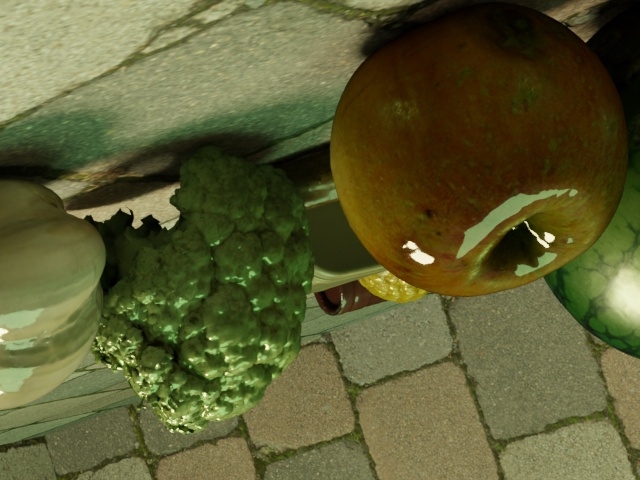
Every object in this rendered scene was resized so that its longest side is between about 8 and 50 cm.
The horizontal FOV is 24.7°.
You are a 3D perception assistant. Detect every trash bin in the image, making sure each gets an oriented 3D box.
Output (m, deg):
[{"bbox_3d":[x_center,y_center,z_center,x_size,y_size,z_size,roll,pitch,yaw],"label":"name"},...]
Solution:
[{"bbox_3d":[0.000,0.000,1.739,0.243,0.121,0.247,-12,174,-34],"label":"trash bin"}]

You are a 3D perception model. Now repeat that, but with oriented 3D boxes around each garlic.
[{"bbox_3d":[-0.279,0.050,1.211,0.281,0.184,0.203,-26,-176,44],"label":"garlic"}]

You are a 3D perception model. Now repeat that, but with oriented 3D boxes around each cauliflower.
[{"bbox_3d":[-0.136,0.042,1.366,0.250,0.272,0.275,8,167,21],"label":"cauliflower"}]

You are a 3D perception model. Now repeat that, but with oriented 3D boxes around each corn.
[{"bbox_3d":[0.107,0.019,2.034,0.144,0.144,0.387,-18,175,-1],"label":"corn"}]

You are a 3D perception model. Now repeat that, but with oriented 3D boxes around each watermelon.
[{"bbox_3d":[0.354,-0.052,1.303,0.363,0.363,0.363,-18,172,-2],"label":"watermelon"}]

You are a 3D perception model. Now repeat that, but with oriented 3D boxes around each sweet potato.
[{"bbox_3d":[0.006,-0.065,1.504,0.233,0.062,0.081,-16,174,8],"label":"sweet potato"}]

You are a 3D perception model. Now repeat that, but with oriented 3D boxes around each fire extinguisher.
[{"bbox_3d":[0.145,0.027,2.355,0.344,0.102,0.138,-15,-156,-28],"label":"fire extinguisher"}]

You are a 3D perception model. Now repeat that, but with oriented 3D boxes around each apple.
[{"bbox_3d":[0.120,-0.075,1.152,0.237,0.207,0.237,-15,151,-8],"label":"apple"}]
